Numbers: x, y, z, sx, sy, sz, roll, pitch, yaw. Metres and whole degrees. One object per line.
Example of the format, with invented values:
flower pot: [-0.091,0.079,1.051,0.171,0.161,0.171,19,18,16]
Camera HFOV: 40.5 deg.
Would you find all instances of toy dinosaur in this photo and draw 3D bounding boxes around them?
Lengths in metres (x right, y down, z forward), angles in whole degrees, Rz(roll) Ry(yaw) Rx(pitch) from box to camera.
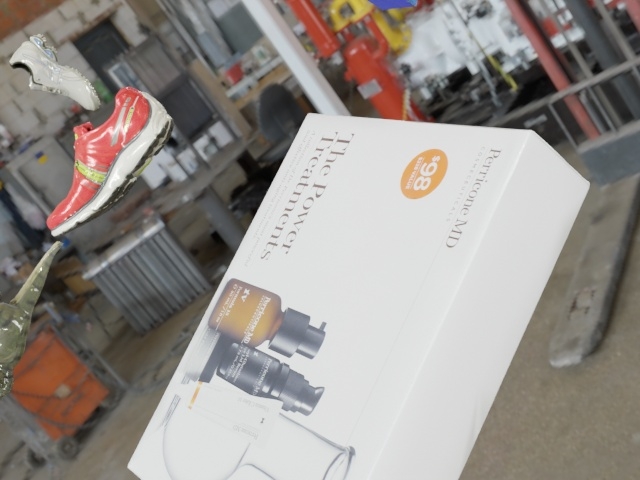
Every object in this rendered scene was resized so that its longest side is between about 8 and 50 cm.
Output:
toy dinosaur: [-0.477,0.112,1.300,0.064,0.118,0.268,32,-103,-76]

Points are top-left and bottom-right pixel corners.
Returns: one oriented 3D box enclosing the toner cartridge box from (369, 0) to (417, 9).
toner cartridge box: [0.112,-0.544,1.303,0.075,0.165,0.347,12,85,47]

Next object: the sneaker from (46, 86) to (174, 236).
sneaker: [-0.339,-0.122,1.330,0.279,0.118,0.107,-45,1,20]

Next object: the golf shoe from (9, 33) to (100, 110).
golf shoe: [-0.482,-0.286,1.573,0.086,0.176,0.069,-49,1,-26]

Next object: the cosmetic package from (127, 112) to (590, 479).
cosmetic package: [0.016,0.081,0.725,0.284,0.097,0.377,15,76,51]
